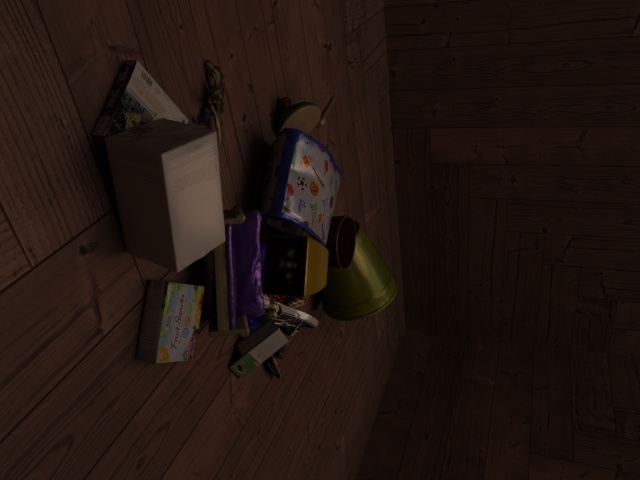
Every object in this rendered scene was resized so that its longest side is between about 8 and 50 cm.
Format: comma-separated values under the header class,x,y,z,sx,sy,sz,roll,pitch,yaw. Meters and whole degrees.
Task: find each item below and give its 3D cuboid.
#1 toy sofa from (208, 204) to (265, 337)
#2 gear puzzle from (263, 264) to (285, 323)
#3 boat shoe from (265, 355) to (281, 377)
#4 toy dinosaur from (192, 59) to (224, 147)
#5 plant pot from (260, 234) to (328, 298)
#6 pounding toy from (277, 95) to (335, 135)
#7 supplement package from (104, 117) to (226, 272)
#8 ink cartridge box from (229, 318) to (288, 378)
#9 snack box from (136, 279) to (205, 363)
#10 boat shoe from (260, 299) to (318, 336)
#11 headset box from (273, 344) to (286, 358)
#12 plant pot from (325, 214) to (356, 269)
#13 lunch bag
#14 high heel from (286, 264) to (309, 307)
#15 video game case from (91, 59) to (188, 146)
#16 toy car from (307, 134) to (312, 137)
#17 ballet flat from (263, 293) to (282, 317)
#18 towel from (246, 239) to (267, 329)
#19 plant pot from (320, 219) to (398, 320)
class,x,y,z,sx,sy,sz,roll,pitch,yaw
toy sofa,-0.247,0.088,1.553,0.150,0.177,0.362,-131,-141,-73
gear puzzle,-0.169,0.243,2.031,0.175,0.044,0.338,24,72,-68
boat shoe,-0.182,0.492,2.054,0.049,0.042,0.133,56,-13,42
toy dinosaur,-0.311,-0.379,1.529,0.118,0.064,0.268,-40,134,-70
plant pot,-0.082,0.093,1.932,0.187,0.212,0.212,6,87,-55
pounding toy,-0.081,-0.482,2.011,0.237,0.110,0.183,-25,159,-27
supplement package,-0.350,-0.107,1.236,0.177,0.175,0.292,-40,139,-49
ink cartridge box,-0.221,0.371,1.837,0.209,0.062,0.109,-38,143,-9
snack box,-0.393,0.214,1.414,0.174,0.070,0.207,25,69,-68
boat shoe,-0.122,0.299,1.977,0.306,0.113,0.104,33,75,-53
headset box,-0.163,0.420,2.099,0.062,0.032,0.083,-60,148,-47
plant pot,0.000,0.000,2.158,0.215,0.231,0.215,4,90,-67
lunch bag,-0.088,-0.180,1.904,0.385,0.239,0.327,48,51,-72
high heel,-0.093,0.161,2.180,0.261,0.093,0.186,-33,114,-62
video game case,-0.421,-0.273,1.282,0.232,0.042,0.210,53,47,-60
toy car,-0.067,-0.389,2.211,0.041,0.060,0.122,23,44,-23
ballet flat,-0.185,0.205,1.754,0.213,0.068,0.072,47,53,-60
towel,-0.253,0.148,1.754,0.228,0.076,0.308,-4,98,-69
plant pot,0.126,0.109,2.409,0.366,0.367,0.353,-59,135,-49
